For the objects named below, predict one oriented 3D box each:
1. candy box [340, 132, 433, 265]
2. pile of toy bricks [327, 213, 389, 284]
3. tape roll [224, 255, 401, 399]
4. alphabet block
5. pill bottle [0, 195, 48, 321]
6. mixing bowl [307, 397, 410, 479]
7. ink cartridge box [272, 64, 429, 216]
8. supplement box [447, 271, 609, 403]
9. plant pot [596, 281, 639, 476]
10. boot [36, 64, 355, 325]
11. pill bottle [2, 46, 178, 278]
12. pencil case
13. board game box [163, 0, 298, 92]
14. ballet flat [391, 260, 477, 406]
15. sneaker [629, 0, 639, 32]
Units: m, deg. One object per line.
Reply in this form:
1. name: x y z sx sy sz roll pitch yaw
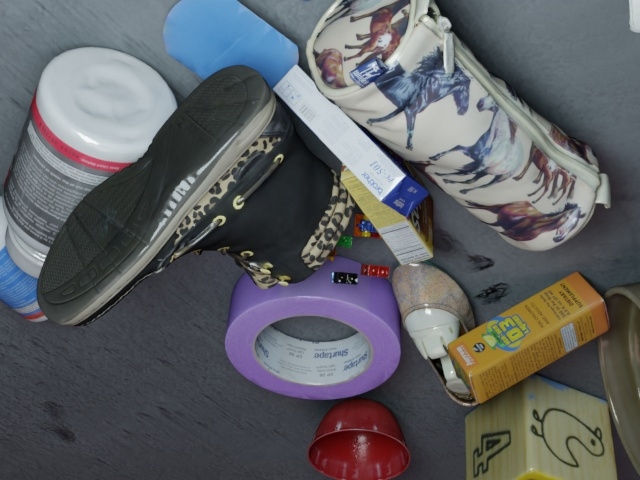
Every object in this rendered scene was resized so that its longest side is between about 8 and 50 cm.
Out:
1. candy box: 0.093 -0.066 1.491 0.053 0.109 0.187 -16 136 22
2. pile of toy bricks: 0.000 0.000 1.599 0.212 0.118 0.105 6 178 -17
3. tape roll: -0.010 0.140 1.754 0.274 0.090 0.275 3 139 3
4. alphabet block: 0.372 0.371 1.900 0.192 0.197 0.193 20 136 -18
5. pill bottle: -0.461 0.013 1.623 0.124 0.124 0.221 -20 134 26
6. mixing bowl: 0.069 0.342 1.970 0.181 0.098 0.181 2 139 2
7. ink cartridge box: 0.037 -0.121 1.353 0.046 0.207 0.097 -46 156 9
8. supplement box: 0.310 0.144 1.664 0.233 0.078 0.080 -31 135 -4
9. plant pot: 0.594 0.192 1.627 0.280 0.323 0.323 -14 138 -4
10. boot: -0.139 -0.007 1.377 0.377 0.138 0.284 -49 142 2
11. pill bottle: -0.315 -0.085 1.457 0.176 0.176 0.318 19 137 -16
12. pencil case: 0.178 -0.142 1.341 0.410 0.160 0.183 35 157 -34
13. board game box: -0.108 -0.245 1.366 0.168 0.033 0.133 34 137 -23
14. ballet flat: 0.197 0.156 1.738 0.107 0.106 0.316 -15 135 24
15. sneaker: 0.437 -0.259 1.249 0.169 0.108 0.292 -21 123 29
